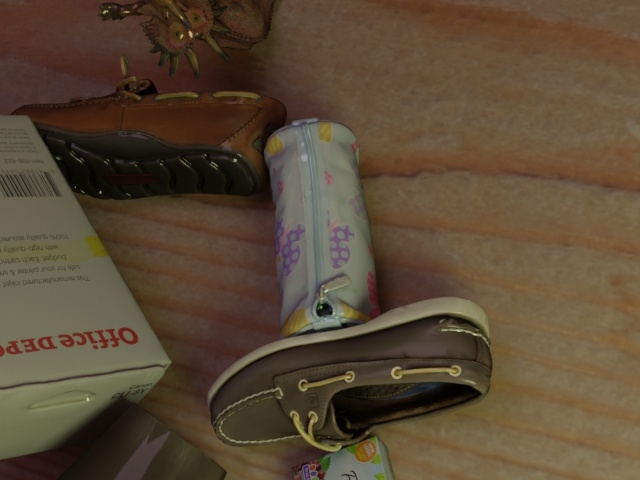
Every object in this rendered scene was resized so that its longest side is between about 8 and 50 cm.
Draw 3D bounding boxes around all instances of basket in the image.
[{"bbox_3d":[-0.214,0.299,1.332,0.204,0.154,0.227,30,77,33],"label":"basket"}]

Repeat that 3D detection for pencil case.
[{"bbox_3d":[0.000,0.000,1.394,0.113,0.124,0.273,-16,58,17],"label":"pencil case"}]

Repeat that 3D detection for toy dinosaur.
[{"bbox_3d":[-0.136,-0.280,1.560,0.200,0.295,0.127,44,124,38],"label":"toy dinosaur"}]

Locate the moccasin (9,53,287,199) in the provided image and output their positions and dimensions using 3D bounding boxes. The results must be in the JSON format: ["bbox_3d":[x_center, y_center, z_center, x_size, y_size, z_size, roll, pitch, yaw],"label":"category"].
[{"bbox_3d":[-0.222,-0.140,1.569,0.380,0.139,0.147,-1,51,29],"label":"moccasin"}]

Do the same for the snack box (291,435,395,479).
[{"bbox_3d":[0.032,0.282,1.282,0.100,0.037,0.141,-22,54,12],"label":"snack box"}]

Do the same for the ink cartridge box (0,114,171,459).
[{"bbox_3d":[-0.388,0.048,1.406,0.160,0.279,0.385,-50,62,31],"label":"ink cartridge box"}]

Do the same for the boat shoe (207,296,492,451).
[{"bbox_3d":[0.023,0.156,1.292,0.324,0.116,0.097,-19,45,20],"label":"boat shoe"}]
